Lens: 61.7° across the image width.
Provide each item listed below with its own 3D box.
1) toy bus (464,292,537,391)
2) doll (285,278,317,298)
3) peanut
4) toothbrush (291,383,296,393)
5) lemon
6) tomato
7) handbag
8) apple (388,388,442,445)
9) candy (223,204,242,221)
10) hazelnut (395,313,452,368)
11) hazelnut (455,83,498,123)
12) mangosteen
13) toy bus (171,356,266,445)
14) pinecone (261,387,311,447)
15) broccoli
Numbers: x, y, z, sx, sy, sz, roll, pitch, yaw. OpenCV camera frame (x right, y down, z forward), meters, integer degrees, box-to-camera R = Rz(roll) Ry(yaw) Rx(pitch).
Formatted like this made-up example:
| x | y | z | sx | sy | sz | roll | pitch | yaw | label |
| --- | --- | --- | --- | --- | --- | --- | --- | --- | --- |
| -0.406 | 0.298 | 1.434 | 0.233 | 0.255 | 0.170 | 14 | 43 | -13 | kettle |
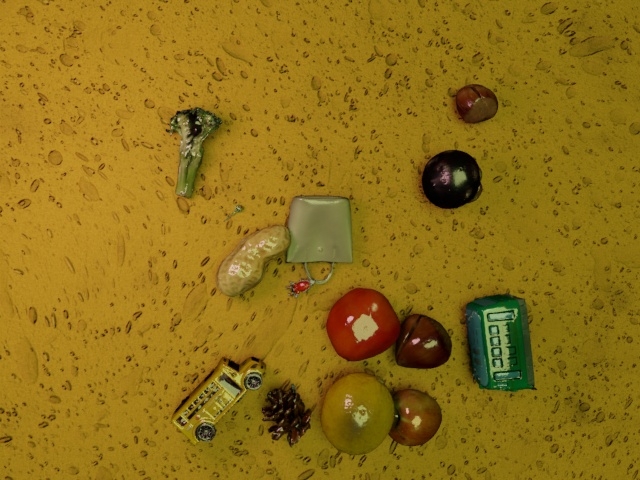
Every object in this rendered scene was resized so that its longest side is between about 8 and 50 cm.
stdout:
| x | y | z | sx | sy | sz | roll | pitch | yaw | label |
| --- | --- | --- | --- | --- | --- | --- | --- | --- | --- |
| 0.634 | 0.369 | 1.914 | 0.200 | 0.183 | 0.343 | -8 | 91 | -6 | toy bus |
| -0.063 | 0.161 | 1.874 | 0.114 | 0.039 | 0.057 | -21 | 61 | 4 | doll |
| -0.225 | 0.062 | 1.799 | 0.147 | 0.147 | 0.305 | 41 | 82 | -7 | peanut |
| -0.077 | 0.585 | 1.884 | 0.011 | 0.014 | 0.167 | -15 | 93 | -13 | toothbrush |
| 0.123 | 0.579 | 1.803 | 0.267 | 0.267 | 0.267 | 0 | 90 | -9 | lemon |
| 0.144 | 0.290 | 1.838 | 0.260 | 0.180 | 0.259 | 0 | 88 | -8 | tomato |
| 0.000 | 0.000 | 1.853 | 0.241 | 0.109 | 0.315 | 1 | 94 | -8 | handbag |
| 0.323 | 0.613 | 1.864 | 0.196 | 0.196 | 0.195 | 0 | 90 | -9 | apple |
| -0.303 | -0.093 | 1.846 | 0.083 | 0.023 | 0.025 | -38 | 104 | 3 | candy |
| 0.348 | 0.366 | 1.869 | 0.208 | 0.208 | 0.208 | 0 | 90 | -9 | hazelnut |
| 0.562 | -0.495 | 1.934 | 0.154 | 0.143 | 0.143 | 1 | 90 | -17 | hazelnut |
| 0.481 | -0.214 | 1.894 | 0.250 | 0.211 | 0.211 | -4 | 91 | -40 | mangosteen |
| -0.331 | 0.504 | 1.777 | 0.151 | 0.145 | 0.331 | 44 | 85 | -5 | toy bus |
| -0.114 | 0.587 | 1.797 | 0.150 | 0.179 | 0.195 | -20 | 75 | -28 | pinecone |
| -0.427 | -0.288 | 1.775 | 0.146 | 0.165 | 0.304 | 6 | 104 | -40 | broccoli |
